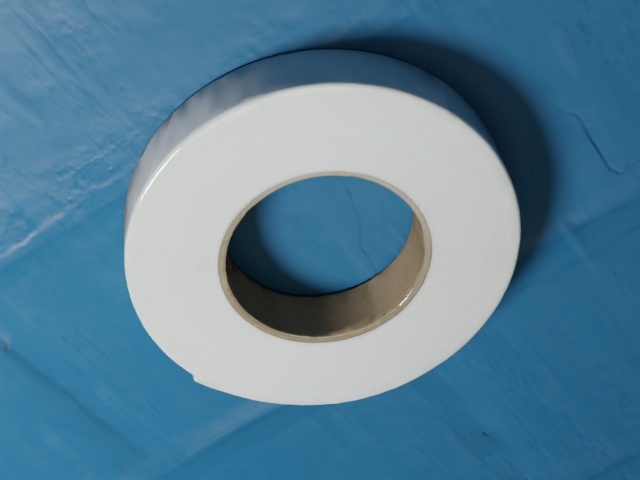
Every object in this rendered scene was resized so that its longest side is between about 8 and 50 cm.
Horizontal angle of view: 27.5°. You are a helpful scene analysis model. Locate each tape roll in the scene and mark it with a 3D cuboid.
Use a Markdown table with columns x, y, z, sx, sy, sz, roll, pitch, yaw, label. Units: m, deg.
| x | y | z | sx | sy | sz | roll | pitch | yaw | label |
| --- | --- | --- | --- | --- | --- | --- | --- | --- | --- |
| 0.000 | 0.000 | 1.279 | 0.392 | 0.072 | 0.392 | -5 | 127 | -6 | tape roll |
